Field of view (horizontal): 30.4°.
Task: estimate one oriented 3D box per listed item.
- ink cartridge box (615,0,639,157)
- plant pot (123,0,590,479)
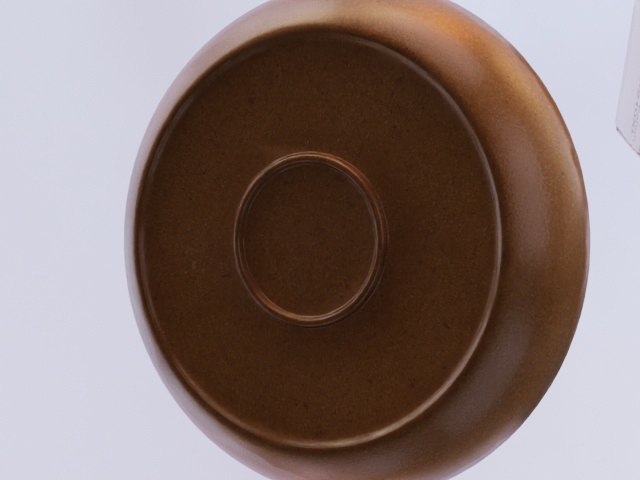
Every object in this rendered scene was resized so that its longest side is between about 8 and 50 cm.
[{"bbox_3d":[0.294,-0.122,0.638,0.237,0.100,0.172,5,-73,1],"label":"ink cartridge box"},{"bbox_3d":[0.000,0.000,0.525,0.236,0.032,0.237,1,-89,29],"label":"plant pot"}]
